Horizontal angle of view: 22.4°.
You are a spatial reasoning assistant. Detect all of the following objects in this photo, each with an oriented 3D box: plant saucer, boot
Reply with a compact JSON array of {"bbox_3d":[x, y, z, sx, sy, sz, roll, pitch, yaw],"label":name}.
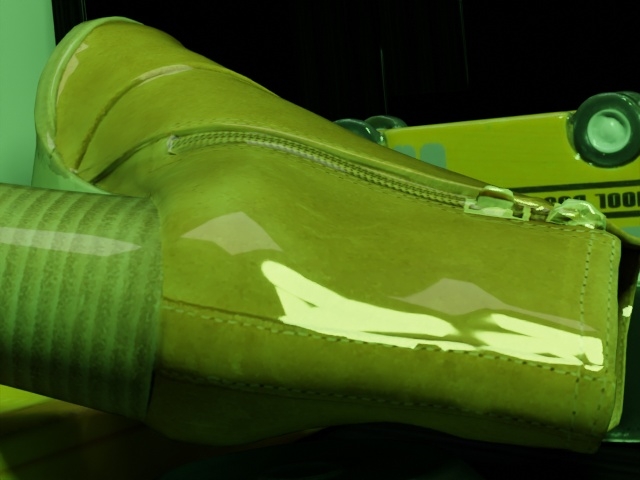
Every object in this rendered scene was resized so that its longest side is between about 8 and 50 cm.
[{"bbox_3d":[-0.005,0.074,0.453,0.119,0.021,0.119,-5,3,0],"label":"plant saucer"},{"bbox_3d":[0.000,-0.001,0.545,0.211,0.104,0.295,9,17,2],"label":"boot"}]

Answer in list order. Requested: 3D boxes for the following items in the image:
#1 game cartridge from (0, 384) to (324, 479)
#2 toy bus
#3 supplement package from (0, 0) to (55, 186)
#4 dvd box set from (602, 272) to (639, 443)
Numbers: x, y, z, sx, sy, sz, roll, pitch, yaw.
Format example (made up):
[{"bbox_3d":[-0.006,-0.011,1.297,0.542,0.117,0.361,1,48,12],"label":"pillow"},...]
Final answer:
[{"bbox_3d":[-0.183,0.068,0.608,0.323,0.053,0.285,-5,3,27],"label":"game cartridge"},{"bbox_3d":[0.145,-0.032,1.122,0.332,0.130,0.108,-5,4,17],"label":"toy bus"},{"bbox_3d":[-0.191,-0.054,0.596,0.145,0.204,0.262,-5,4,4],"label":"supplement package"},{"bbox_3d":[0.315,0.013,0.640,0.307,0.062,0.420,-3,4,36],"label":"dvd box set"}]
